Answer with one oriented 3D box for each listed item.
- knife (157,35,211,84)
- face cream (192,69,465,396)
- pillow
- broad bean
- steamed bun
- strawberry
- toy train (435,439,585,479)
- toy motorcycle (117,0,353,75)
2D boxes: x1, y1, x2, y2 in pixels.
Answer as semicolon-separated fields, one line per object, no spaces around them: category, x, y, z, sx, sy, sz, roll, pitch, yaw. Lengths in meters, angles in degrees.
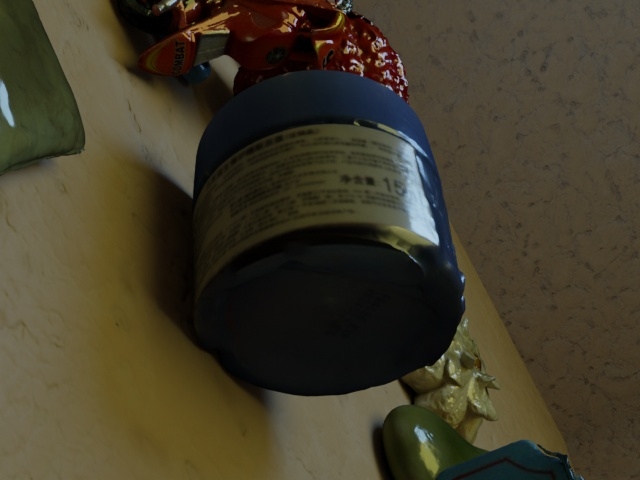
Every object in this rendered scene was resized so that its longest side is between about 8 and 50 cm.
knife;-0.213;-0.293;0.975;0.244;0.032;0.058;54;25;-18
face cream;0.000;0.000;0.780;0.249;0.249;0.225;51;24;-41
pillow;-0.257;-0.181;0.522;0.302;0.075;0.185;64;15;-10
broad bean;0.168;0.331;1.115;0.263;0.121;0.189;39;30;-27
steamed bun;0.221;0.207;1.439;0.292;0.137;0.295;60;17;-6
strawberry;0.015;-0.166;1.115;0.250;0.238;0.288;2;62;-28
toy train;0.160;0.343;0.714;0.188;0.265;0.300;56;15;-29
toy motorcycle;-0.081;-0.261;0.947;0.089;0.298;0.171;-54;-130;56
